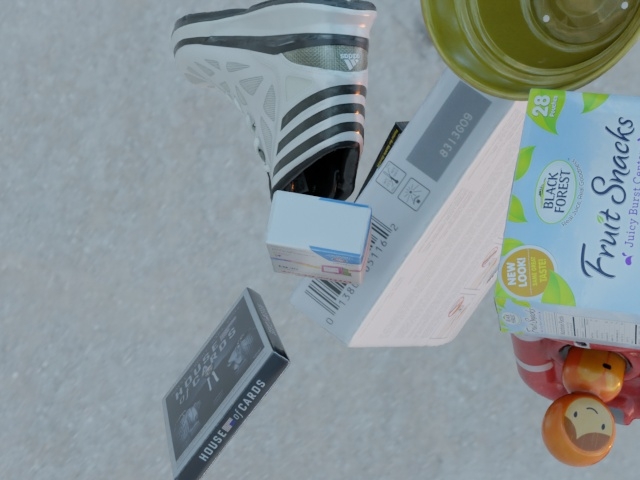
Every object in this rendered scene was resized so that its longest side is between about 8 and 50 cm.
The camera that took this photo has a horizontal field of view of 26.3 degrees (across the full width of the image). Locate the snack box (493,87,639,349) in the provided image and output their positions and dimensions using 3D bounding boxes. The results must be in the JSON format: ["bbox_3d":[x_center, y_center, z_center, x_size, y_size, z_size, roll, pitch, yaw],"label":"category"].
[{"bbox_3d":[0.238,-0.012,0.967,0.207,0.070,0.175,5,65,16],"label":"snack box"}]

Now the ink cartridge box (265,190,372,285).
[{"bbox_3d":[0.000,0.000,1.256,0.088,0.122,0.052,9,78,4],"label":"ink cartridge box"}]

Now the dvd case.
[{"bbox_3d":[-0.113,0.161,1.554,0.029,0.179,0.239,35,6,-17],"label":"dvd case"}]

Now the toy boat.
[{"bbox_3d":[0.221,0.112,1.119,0.151,0.231,0.151,9,63,19],"label":"toy boat"}]

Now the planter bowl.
[{"bbox_3d":[0.194,-0.212,1.100,0.090,0.217,0.217,8,56,-54],"label":"planter bowl"}]

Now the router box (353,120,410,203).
[{"bbox_3d":[0.112,-0.047,1.789,0.046,0.179,0.133,-7,48,-36],"label":"router box"}]

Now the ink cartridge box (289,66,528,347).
[{"bbox_3d":[0.149,-0.028,1.526,0.091,0.308,0.385,37,10,19],"label":"ink cartridge box"}]

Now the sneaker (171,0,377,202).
[{"bbox_3d":[-0.081,-0.165,1.777,0.169,0.447,0.258,1,92,-27],"label":"sneaker"}]
